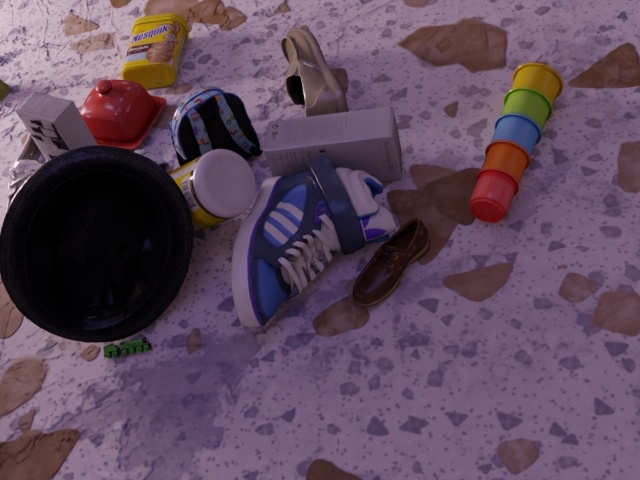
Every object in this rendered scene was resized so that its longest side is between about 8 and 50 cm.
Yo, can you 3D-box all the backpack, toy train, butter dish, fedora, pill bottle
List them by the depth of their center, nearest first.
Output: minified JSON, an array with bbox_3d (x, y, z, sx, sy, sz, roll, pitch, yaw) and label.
[{"bbox_3d":[-0.318,0.177,1.425,0.083,0.017,0.024,-12,77,5],"label":"toy train"},{"bbox_3d":[-0.373,-0.003,1.453,0.334,0.334,0.152,-25,19,-6],"label":"fedora"},{"bbox_3d":[-0.212,-0.078,1.498,0.215,0.117,0.117,-16,36,52],"label":"pill bottle"},{"bbox_3d":[-0.210,-0.211,1.621,0.158,0.173,0.117,-32,50,-12],"label":"backpack"},{"bbox_3d":[-0.424,-0.277,1.771,0.160,0.118,0.160,8,53,21],"label":"butter dish"}]

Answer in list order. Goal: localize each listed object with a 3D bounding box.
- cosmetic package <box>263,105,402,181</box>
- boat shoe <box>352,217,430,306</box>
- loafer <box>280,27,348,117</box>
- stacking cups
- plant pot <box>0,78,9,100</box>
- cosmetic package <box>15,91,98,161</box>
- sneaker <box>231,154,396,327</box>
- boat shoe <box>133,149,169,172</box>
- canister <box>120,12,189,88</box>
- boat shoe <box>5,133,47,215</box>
[{"bbox_3d":[0.025,-0.161,1.556,0.231,0.117,0.085,-5,50,12],"label":"cosmetic package"},{"bbox_3d":[0.111,0.031,1.407,0.064,0.060,0.178,29,63,33],"label":"boat shoe"},{"bbox_3d":[-0.031,-0.328,1.720,0.092,0.102,0.268,-20,49,-10],"label":"loafer"},{"bbox_3d":[0.334,-0.165,1.506,0.096,0.096,0.316,13,61,24],"label":"stacking cups"},{"bbox_3d":[-0.761,-0.360,1.956,0.083,0.079,0.083,-8,49,9],"label":"plant pot"},{"bbox_3d":[-0.462,-0.161,1.603,0.099,0.239,0.060,17,58,27],"label":"cosmetic package"},{"bbox_3d":[0.000,0.000,1.416,0.236,0.130,0.323,-3,45,18],"label":"sneaker"},{"bbox_3d":[-0.371,-0.089,1.622,0.075,0.083,0.226,16,56,27],"label":"boat shoe"},{"bbox_3d":[-0.364,-0.414,1.901,0.126,0.073,0.170,-5,51,12],"label":"canister"},{"bbox_3d":[-0.571,-0.119,1.692,0.098,0.096,0.277,-9,49,7],"label":"boat shoe"}]
